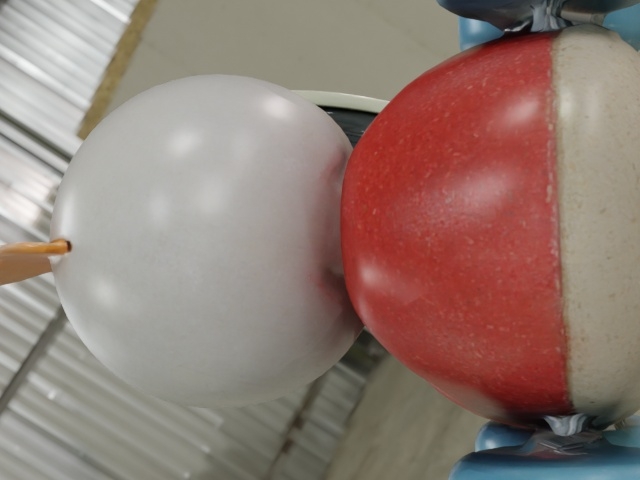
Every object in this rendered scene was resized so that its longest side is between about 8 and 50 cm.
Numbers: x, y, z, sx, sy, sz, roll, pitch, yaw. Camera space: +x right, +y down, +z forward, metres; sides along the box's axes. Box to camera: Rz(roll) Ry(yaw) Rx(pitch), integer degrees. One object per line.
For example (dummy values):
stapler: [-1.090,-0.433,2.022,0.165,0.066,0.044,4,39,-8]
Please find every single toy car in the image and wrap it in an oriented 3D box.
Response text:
toy car: [0.000,0.000,0.448,0.210,0.238,0.219,11,-102,-79]

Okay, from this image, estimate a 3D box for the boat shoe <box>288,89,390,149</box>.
boat shoe: [0.029,-0.038,0.990,0.127,0.340,0.113,126,145,-65]
